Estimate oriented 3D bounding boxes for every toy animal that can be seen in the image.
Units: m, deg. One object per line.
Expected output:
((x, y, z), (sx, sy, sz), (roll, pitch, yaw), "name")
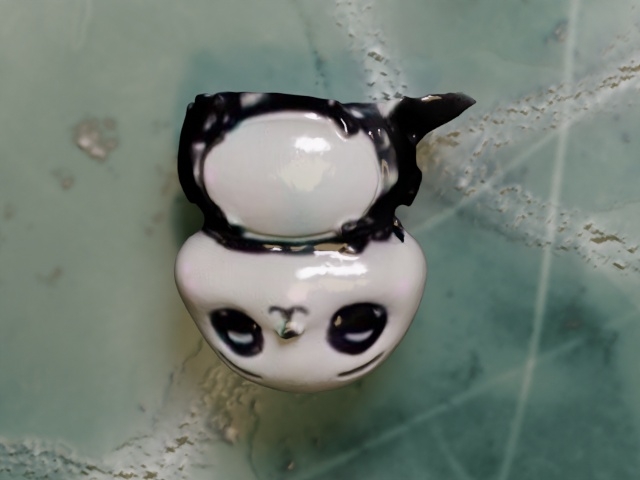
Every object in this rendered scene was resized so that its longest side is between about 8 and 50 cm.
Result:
((0.000, 0.000, 1.134), (0.166, 0.138, 0.179), (4, 98, 10), "toy animal")
